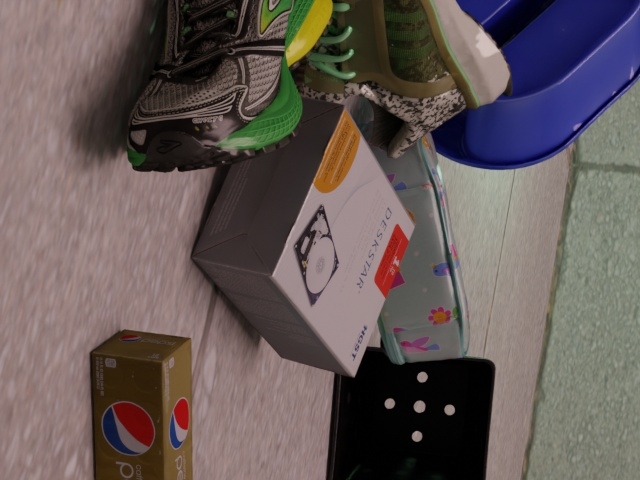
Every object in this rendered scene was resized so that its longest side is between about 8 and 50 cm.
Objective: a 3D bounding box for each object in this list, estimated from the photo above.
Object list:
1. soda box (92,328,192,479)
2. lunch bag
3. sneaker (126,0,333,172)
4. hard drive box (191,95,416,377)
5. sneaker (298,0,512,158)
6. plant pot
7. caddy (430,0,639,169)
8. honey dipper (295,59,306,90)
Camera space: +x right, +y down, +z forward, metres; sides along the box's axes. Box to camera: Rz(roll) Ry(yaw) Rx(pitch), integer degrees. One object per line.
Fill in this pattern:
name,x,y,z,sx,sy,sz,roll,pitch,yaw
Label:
soda box,-0.139,0.166,1.152,0.058,0.061,0.181,-42,135,-66
lunch bag,0.102,0.000,1.689,0.224,0.107,0.279,-82,160,-75
sneaker,-0.084,-0.172,1.153,0.343,0.134,0.146,-77,156,-51
hard drive box,-0.009,-0.002,1.389,0.181,0.089,0.232,-68,152,-19
sneaker,0.035,-0.203,1.415,0.182,0.158,0.410,-49,135,2
plant pot,0.119,0.222,1.820,0.167,0.187,0.188,-16,111,-82
caddy,0.251,-0.238,1.772,0.341,0.241,0.179,-42,155,-15
honey dipper,-0.015,-0.232,1.482,0.030,0.030,0.161,-38,127,-67
